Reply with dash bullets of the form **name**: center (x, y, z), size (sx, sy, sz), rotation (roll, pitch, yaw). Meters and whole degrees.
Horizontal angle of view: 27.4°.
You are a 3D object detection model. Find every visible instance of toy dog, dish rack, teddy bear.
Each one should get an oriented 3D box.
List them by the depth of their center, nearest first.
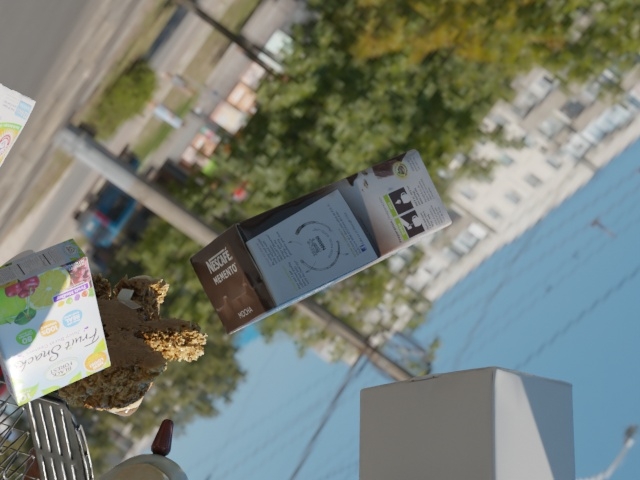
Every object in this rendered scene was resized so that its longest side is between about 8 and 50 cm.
- **dish rack**: center (-0.385, 0.235, 1.485), size (0.074, 0.271, 0.208), rotation (-54, 148, -47)
- **toy dog**: center (-0.302, 0.323, 1.728), size (0.220, 0.333, 0.161), rotation (94, -4, -63)
- **teddy bear**: center (-0.299, 0.147, 1.908), size (0.338, 0.245, 0.113), rotation (45, -47, 52)

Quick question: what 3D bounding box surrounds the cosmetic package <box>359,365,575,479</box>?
- **cosmetic package**: center (0.162, 0.346, 1.459), size (0.217, 0.156, 0.385), rotation (-14, -114, 46)

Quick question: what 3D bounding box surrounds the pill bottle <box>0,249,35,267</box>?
- **pill bottle**: center (-0.447, 0.128, 2.167), size (0.124, 0.221, 0.124), rotation (-30, -159, 13)

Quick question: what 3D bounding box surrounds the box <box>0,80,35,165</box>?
- **box**: center (-0.459, -0.175, 1.546), size (0.103, 0.203, 0.114), rotation (-61, 166, 0)

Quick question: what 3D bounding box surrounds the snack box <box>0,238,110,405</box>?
- **snack box**: center (-0.262, 0.079, 1.249), size (0.100, 0.037, 0.141), rotation (-22, 131, -22)

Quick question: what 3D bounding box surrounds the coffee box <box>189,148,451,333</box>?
- **coffee box**: center (0.000, 0.000, 1.731), size (0.297, 0.119, 0.168), rotation (-25, 177, -31)
